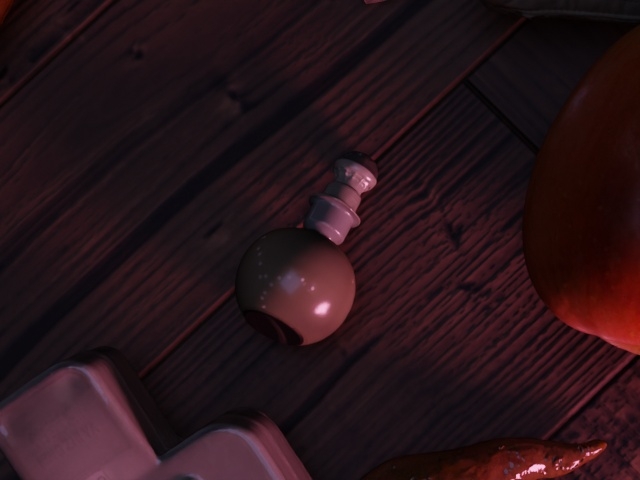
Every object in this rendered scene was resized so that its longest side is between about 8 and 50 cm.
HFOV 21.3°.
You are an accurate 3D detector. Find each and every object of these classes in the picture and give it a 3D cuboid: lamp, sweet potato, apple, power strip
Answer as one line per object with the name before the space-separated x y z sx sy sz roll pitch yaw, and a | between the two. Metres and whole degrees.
lamp | 0.000 0.000 1.301 0.091 0.091 0.163 25 68 12
sweet potato | 0.103 0.181 1.254 0.226 0.068 0.068 -17 77 3
apple | 0.269 -0.029 1.189 0.242 0.242 0.241 21 87 11
power strip | -0.124 0.204 1.258 0.229 0.141 0.261 -34 87 8

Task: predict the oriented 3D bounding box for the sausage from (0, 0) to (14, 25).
sausage | -0.330 -0.168 1.354 0.136 0.123 0.500 24 81 41

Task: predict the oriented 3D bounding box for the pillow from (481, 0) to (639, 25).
pillow | 0.287 -0.270 1.292 0.322 0.120 0.255 6 72 10

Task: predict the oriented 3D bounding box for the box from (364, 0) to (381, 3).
box | 0.070 -0.224 1.361 0.083 0.024 0.054 -12 76 5
